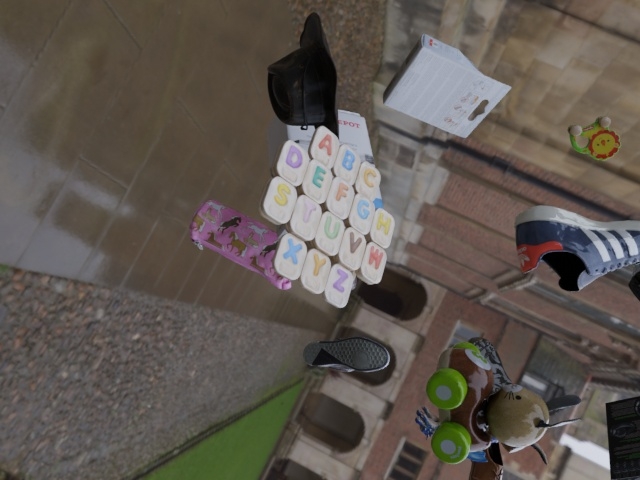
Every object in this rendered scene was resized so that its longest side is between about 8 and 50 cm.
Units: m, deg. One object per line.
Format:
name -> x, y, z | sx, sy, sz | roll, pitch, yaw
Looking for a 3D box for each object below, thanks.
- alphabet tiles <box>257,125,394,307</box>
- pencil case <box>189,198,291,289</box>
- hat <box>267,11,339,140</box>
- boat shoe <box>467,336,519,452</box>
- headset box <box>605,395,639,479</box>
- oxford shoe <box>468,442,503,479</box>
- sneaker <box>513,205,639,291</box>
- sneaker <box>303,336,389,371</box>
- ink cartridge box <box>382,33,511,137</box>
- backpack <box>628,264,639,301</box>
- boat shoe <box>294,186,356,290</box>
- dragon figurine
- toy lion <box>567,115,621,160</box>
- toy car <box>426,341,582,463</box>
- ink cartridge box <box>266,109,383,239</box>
alphabet tiles -> 0.021, -0.041, 1.009 | 0.021, 0.284, 0.278 | -10, -125, 48
pencil case -> -0.241, 0.014, 1.954 | 0.167, 0.386, 0.160 | -64, 177, 7
hat -> -0.053, -0.359, 1.395 | 0.331, 0.134, 0.331 | 169, -90, -81
boat shoe -> 0.484, 0.440, 1.688 | 0.120, 0.123, 0.324 | -49, -133, 43
headset box -> 0.957, 0.647, 1.725 | 0.131, 0.246, 0.283 | -28, -156, 37
oxford shoe -> 0.407, 0.575, 1.428 | 0.076, 0.076, 0.212 | -42, -146, 46
sneaker -> 0.557, 0.037, 1.189 | 0.131, 0.350, 0.148 | 102, -4, -73
sneaker -> 0.093, 0.295, 1.516 | 0.163, 0.226, 0.086 | 27, 65, -58
ink cartridge box -> 0.223, -0.272, 1.060 | 0.145, 0.179, 0.045 | 127, -25, -51
backpack -> 0.861, 0.110, 1.468 | 0.115, 0.182, 0.152 | -51, 172, -42
boat shoe -> 0.000, 0.000, 1.361 | 0.103, 0.285, 0.092 | -31, 151, -1
dragon figurine -> 0.352, 0.432, 1.327 | 0.144, 0.289, 0.085 | -56, -173, 24
toy lion -> 0.614, -0.223, 1.324 | 0.034, 0.100, 0.096 | -62, 135, -75
toy car -> 0.259, 0.224, 0.820 | 0.155, 0.188, 0.148 | -17, 102, -65
ink cartridge box -> 0.009, -0.197, 1.778 | 0.166, 0.286, 0.394 | -46, -135, 51
